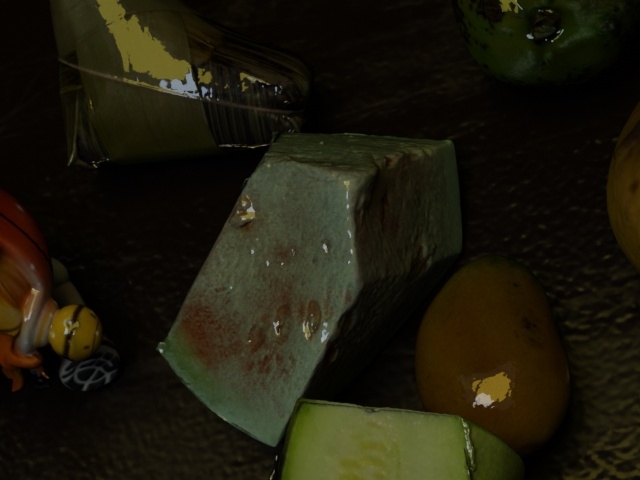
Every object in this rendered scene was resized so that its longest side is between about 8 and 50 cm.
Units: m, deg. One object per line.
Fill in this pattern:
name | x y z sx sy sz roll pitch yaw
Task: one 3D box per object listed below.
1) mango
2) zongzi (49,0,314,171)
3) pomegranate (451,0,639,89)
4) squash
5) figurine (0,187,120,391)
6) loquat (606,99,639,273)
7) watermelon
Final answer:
mango | 0.167 0.118 1.806 0.151 0.120 0.221 -18 56 6
zongzi | -0.161 -0.245 1.992 0.289 0.154 0.317 -6 105 11
pomegranate | 0.240 -0.296 1.918 0.222 0.204 0.276 -22 58 25
squash | 0.052 0.335 1.696 0.233 0.210 0.309 4 63 32
figurine | -0.370 0.043 1.894 0.320 0.323 0.196 7 70 20
loquat | 0.449 -0.054 1.698 0.359 0.328 0.328 35 78 -17
watermelon | 0.000 0.000 1.822 0.228 0.258 0.387 33 68 10
